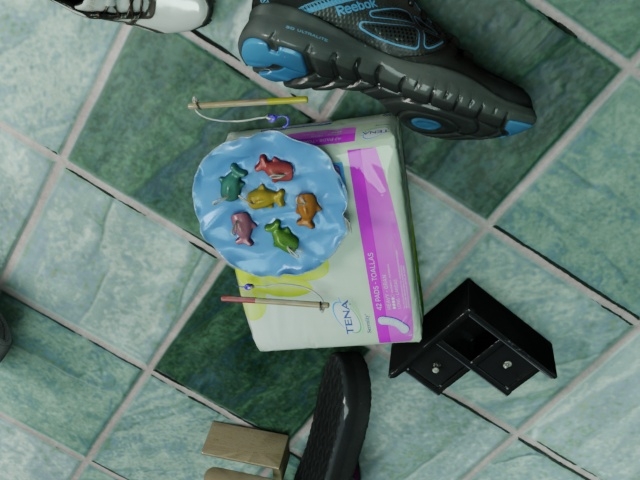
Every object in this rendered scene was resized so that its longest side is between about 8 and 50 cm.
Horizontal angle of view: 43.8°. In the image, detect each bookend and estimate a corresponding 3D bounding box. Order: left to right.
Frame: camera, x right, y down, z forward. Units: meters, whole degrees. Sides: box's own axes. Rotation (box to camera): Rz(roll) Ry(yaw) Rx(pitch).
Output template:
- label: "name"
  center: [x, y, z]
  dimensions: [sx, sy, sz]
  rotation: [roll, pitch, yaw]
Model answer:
- label: "bookend"
  center: [0.201, 0.159, 1.069]
  dimensions: [0.156, 0.072, 0.157]
  rotation: [38, 120, -13]

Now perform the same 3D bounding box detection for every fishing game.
- label: "fishing game"
  center: [-0.058, -0.033, 0.901]
  dimensions: [0.189, 0.041, 0.264]
  rotation: [3, 116, 11]

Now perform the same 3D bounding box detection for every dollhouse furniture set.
- label: "dollhouse furniture set"
  center: [-0.123, 0.393, 1.238]
  dimensions: [0.123, 0.144, 0.151]
  rotation: [9, 136, 10]

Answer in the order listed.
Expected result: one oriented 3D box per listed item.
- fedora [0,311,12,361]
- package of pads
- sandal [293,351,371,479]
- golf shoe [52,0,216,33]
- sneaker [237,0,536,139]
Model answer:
- label: "fedora"
  center: [-0.542, 0.111, 1.108]
  dimensions: [0.275, 0.244, 0.124]
  rotation: [41, 89, -12]
- label: "package of pads"
  center: [0.000, 0.000, 0.992]
  dimensions: [0.229, 0.101, 0.296]
  rotation: [-5, 119, 12]
- label: "sandal"
  center: [0.033, 0.362, 1.174]
  dimensions: [0.107, 0.167, 0.445]
  rotation: [5, 123, -14]
- label: "golf shoe"
  center: [-0.219, -0.264, 0.878]
  dimensions: [0.198, 0.094, 0.077]
  rotation: [11, 120, 1]
- label: "sneaker"
  center: [0.091, -0.204, 0.838]
  dimensions: [0.341, 0.139, 0.125]
  rotation: [17, 167, -22]
